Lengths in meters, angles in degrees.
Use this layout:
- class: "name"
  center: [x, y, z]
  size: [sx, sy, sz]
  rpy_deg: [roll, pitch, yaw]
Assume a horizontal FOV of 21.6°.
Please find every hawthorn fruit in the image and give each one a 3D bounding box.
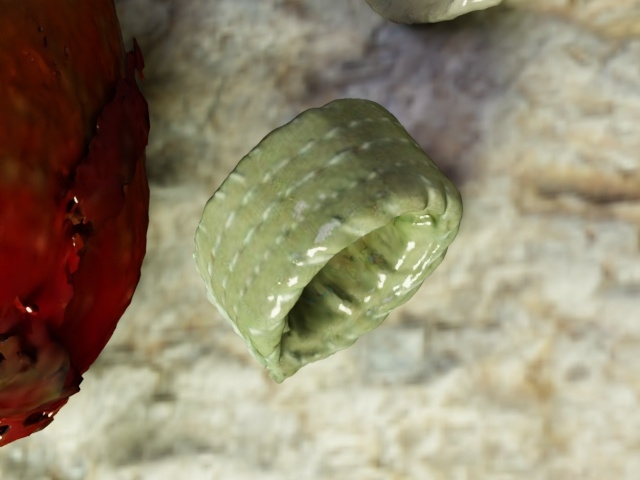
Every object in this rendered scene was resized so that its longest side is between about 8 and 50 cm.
- class: "hawthorn fruit"
  center: [-0.221, -0.037, 0.679]
  size: [0.316, 0.316, 0.316]
  rpy_deg: [-8, 72, 25]

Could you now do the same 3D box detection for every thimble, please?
- class: "thimble"
  center: [0.000, 0.000, 0.666]
  size: [0.110, 0.084, 0.062]
  rpy_deg: [-49, 58, 21]

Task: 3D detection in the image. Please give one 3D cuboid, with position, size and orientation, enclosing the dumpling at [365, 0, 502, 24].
- class: "dumpling"
  center: [-0.006, -0.241, 0.742]
  size: [0.166, 0.086, 0.332]
  rpy_deg: [-13, 66, 21]
